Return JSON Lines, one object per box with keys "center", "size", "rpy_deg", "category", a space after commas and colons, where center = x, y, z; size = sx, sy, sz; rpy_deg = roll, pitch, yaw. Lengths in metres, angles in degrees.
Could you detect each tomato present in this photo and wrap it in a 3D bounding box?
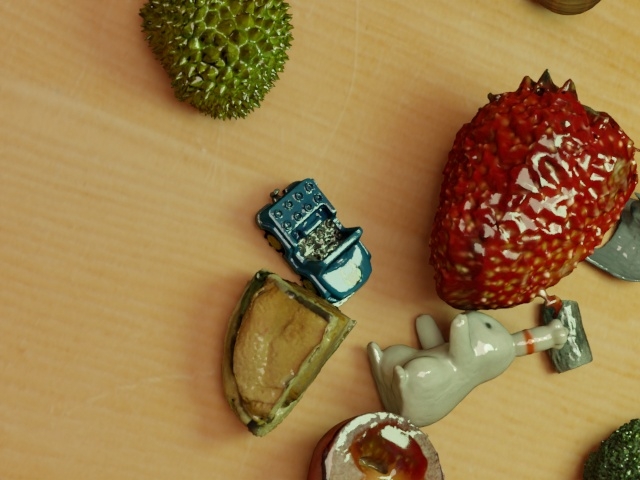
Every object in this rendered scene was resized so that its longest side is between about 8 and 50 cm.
{"center": [0.068, 0.350, 1.665], "size": [0.199, 0.112, 0.228], "rpy_deg": [10, 81, -23], "category": "tomato"}

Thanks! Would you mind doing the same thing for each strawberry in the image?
{"center": [0.302, -0.044, 1.717], "size": [0.292, 0.292, 0.343], "rpy_deg": [20, 82, -13], "category": "strawberry"}

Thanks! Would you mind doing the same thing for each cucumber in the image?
{"center": [0.369, 0.141, 1.816], "size": [0.064, 0.064, 0.112], "rpy_deg": [-12, 83, -18], "category": "cucumber"}

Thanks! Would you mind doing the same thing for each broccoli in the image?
{"center": [0.561, 0.411, 1.772], "size": [0.361, 0.221, 0.252], "rpy_deg": [39, 80, -19], "category": "broccoli"}

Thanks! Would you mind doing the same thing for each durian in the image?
{"center": [-0.138, -0.296, 1.669], "size": [0.200, 0.176, 0.237], "rpy_deg": [-7, 72, -38], "category": "durian"}

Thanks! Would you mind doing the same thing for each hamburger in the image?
{"center": [-0.064, 0.157, 1.660], "size": [0.155, 0.135, 0.208], "rpy_deg": [28, 94, 19], "category": "hamburger"}

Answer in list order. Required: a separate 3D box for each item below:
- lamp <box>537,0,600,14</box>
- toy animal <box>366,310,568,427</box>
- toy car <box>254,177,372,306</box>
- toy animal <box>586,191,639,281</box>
{"center": [0.386, -0.417, 1.861], "size": [0.136, 0.136, 0.136], "rpy_deg": [2, 81, -17], "category": "lamp"}
{"center": [0.203, 0.154, 1.722], "size": [0.282, 0.140, 0.138], "rpy_deg": [-32, 104, -14], "category": "toy animal"}
{"center": [0.000, 0.000, 1.699], "size": [0.097, 0.100, 0.191], "rpy_deg": [-42, 100, -22], "category": "toy car"}
{"center": [0.509, -0.018, 1.874], "size": [0.239, 0.176, 0.255], "rpy_deg": [-38, 60, -21], "category": "toy animal"}
